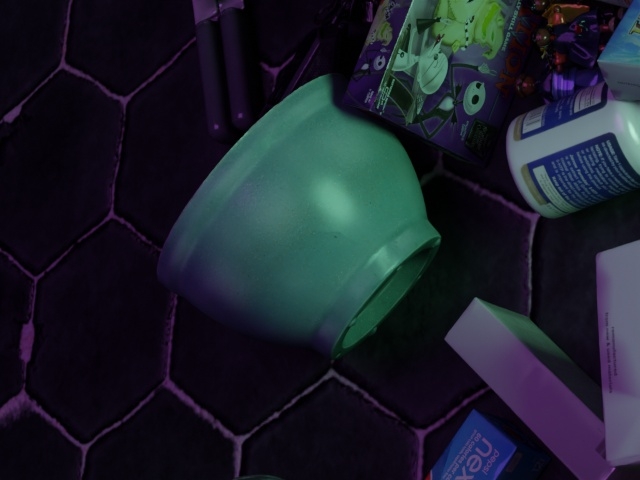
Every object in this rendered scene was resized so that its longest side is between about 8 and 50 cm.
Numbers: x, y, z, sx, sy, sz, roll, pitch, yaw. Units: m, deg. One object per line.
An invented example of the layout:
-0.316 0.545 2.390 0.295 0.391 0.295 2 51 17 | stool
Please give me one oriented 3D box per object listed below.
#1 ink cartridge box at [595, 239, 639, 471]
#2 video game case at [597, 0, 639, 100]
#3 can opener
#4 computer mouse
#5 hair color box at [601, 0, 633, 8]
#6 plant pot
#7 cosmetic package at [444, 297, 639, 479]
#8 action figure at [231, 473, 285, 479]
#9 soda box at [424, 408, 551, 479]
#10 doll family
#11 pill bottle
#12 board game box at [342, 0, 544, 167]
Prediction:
0.401 0.087 1.547 0.270 0.198 0.197 -21 63 47 | ink cartridge box
0.423 -0.234 1.694 0.244 0.061 0.269 12 60 40 | video game case
-0.127 -0.252 2.211 0.074 0.093 0.280 -23 67 31 | can opener
-0.005 -0.170 2.067 0.272 0.072 0.188 -59 11 6 | computer mouse
0.270 -0.271 1.817 0.141 0.072 0.043 20 80 25 | hair color box
0.000 0.000 1.917 0.196 0.293 0.293 42 105 12 | plant pot
0.229 0.156 1.770 0.060 0.099 0.239 -55 49 14 | cosmetic package
-0.032 0.375 1.910 0.185 0.099 0.285 -49 50 17 | action figure
0.133 0.276 1.829 0.071 0.067 0.210 42 102 40 | soda box
0.255 -0.216 1.884 0.111 0.076 0.193 2 71 20 | doll family
0.287 -0.100 1.797 0.187 0.112 0.112 -21 63 33 | pill bottle
0.161 -0.267 1.893 0.056 0.208 0.346 21 90 39 | board game box
